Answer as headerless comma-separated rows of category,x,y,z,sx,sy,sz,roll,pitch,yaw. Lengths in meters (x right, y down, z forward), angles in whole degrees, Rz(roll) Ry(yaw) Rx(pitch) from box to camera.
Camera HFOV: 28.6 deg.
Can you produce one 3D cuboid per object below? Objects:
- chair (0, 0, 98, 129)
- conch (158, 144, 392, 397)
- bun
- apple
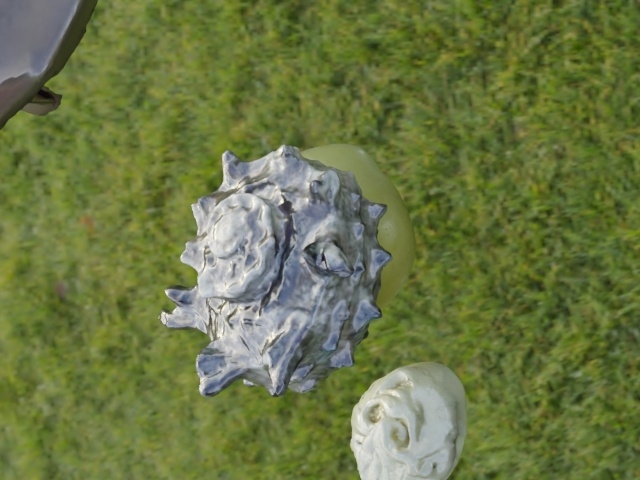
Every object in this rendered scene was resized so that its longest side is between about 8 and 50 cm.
chair,-0.156,-0.116,0.429,0.175,0.326,0.183,28,105,-5
conch,-0.053,0.032,1.198,0.241,0.186,0.313,66,152,10
bun,0.125,0.291,1.954,0.231,0.133,0.231,-36,42,40
apple,0.013,0.017,1.930,0.233,0.257,0.295,47,159,18
